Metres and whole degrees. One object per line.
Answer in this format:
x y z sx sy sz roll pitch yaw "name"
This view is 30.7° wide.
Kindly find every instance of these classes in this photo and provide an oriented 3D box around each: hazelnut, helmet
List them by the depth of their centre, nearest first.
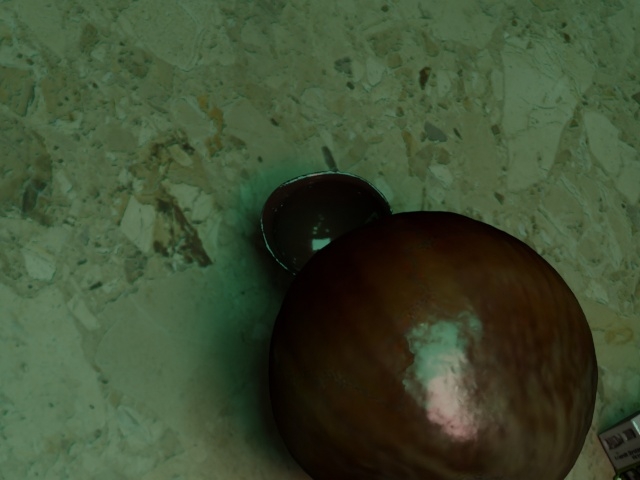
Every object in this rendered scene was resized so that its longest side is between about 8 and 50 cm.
0.135 0.161 1.349 0.409 0.359 0.359 20 65 -37 "hazelnut"
0.000 0.000 1.484 0.175 0.106 0.155 1 72 -16 "helmet"

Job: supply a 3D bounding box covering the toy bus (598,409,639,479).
0.489 0.262 1.500 0.113 0.301 0.139 -24 78 -24 "toy bus"
